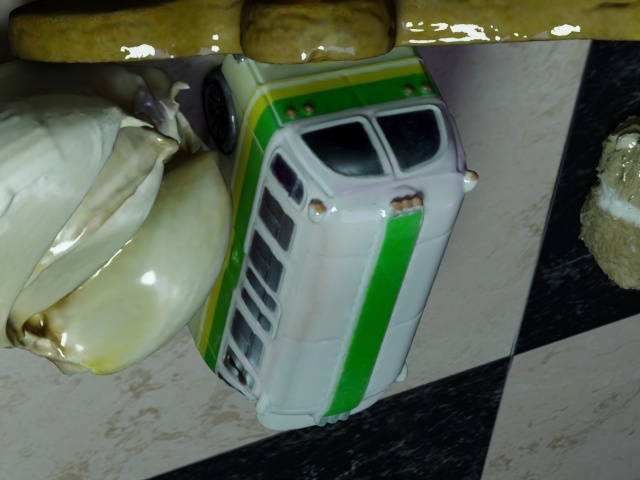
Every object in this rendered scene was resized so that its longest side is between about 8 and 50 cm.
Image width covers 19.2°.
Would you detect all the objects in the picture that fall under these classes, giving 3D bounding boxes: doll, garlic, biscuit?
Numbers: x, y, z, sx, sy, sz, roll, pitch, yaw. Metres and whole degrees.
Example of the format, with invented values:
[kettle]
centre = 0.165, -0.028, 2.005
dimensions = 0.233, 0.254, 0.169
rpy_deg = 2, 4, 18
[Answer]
[doll]
centre = 0.272, -0.021, 1.590
dimensions = 0.105, 0.115, 0.221
rpy_deg = 13, 150, 2
[garlic]
centre = -0.162, -0.033, 1.176
dimensions = 0.203, 0.185, 0.281
rpy_deg = -50, 145, 10
[biscuit]
centre = 0.027, -0.150, 1.123
dimensions = 0.432, 0.064, 0.283
rpy_deg = -2, -169, 3

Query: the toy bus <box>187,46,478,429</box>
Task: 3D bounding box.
[toy bus]
centre = 0.000, 0.000, 1.345
dimensions = 0.143, 0.179, 0.305
rpy_deg = -12, 145, -23
